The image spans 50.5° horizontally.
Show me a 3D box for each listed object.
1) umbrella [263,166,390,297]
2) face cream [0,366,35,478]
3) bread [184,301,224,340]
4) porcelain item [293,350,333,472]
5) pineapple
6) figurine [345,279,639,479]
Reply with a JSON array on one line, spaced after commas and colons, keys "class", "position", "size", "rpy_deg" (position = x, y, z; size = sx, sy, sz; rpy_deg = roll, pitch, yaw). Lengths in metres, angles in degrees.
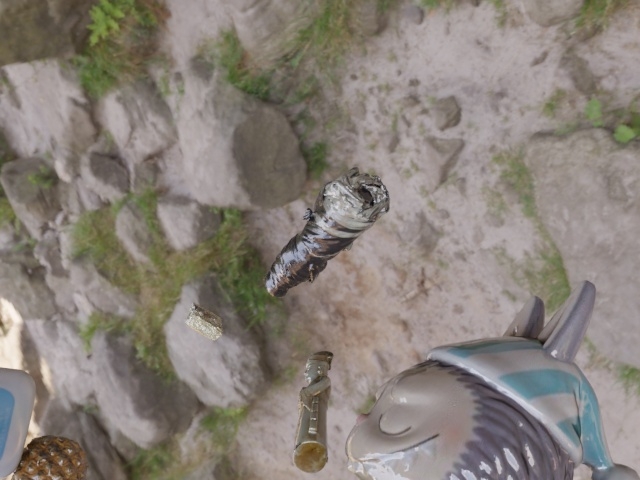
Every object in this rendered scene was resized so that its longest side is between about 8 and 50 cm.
[{"class": "umbrella", "position": [-0.003, -0.005, 1.246], "size": [0.113, 0.106, 0.358], "rpy_deg": [40, 135, -4]}, {"class": "face cream", "position": [-0.579, 0.238, 0.925], "size": [0.080, 0.336, 0.163], "rpy_deg": [4, 81, 60]}, {"class": "bread", "position": [-0.213, 0.149, 1.251], "size": [0.070, 0.035, 0.083], "rpy_deg": [33, -176, -12]}, {"class": "porcelain item", "position": [-0.009, 0.260, 1.087], "size": [0.213, 0.054, 0.084], "rpy_deg": [-84, 3, -55]}, {"class": "pineapple", "position": [-0.427, 0.406, 0.980], "size": [0.111, 0.237, 0.119], "rpy_deg": [23, 129, -7]}, {"class": "figurine", "position": [0.221, 0.216, 0.711], "size": [0.361, 0.266, 0.378], "rpy_deg": [25, 89, 33]}]
